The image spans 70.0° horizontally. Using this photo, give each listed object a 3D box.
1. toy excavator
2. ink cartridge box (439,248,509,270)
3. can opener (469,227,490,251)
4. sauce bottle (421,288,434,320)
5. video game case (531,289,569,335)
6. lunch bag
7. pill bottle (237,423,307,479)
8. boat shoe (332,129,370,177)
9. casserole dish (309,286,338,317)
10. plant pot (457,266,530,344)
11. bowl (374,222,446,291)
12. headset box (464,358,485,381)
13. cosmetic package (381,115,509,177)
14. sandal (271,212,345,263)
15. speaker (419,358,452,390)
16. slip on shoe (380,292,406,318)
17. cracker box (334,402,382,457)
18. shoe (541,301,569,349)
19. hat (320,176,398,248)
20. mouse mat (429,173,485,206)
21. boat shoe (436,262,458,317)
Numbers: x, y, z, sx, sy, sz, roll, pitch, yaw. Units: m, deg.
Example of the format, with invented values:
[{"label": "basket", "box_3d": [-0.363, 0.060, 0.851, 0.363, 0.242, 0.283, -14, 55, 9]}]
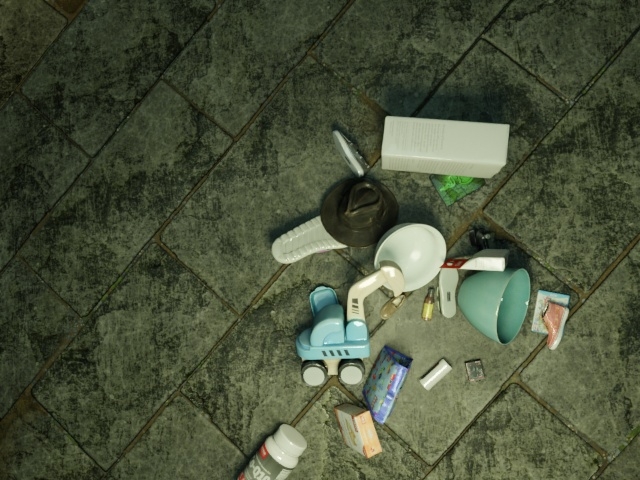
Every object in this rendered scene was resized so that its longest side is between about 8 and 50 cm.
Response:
[{"label": "toy excavator", "box_3d": [0.110, 0.307, 1.751, 0.433, 0.222, 0.445, -4, 108, 5]}, {"label": "ink cartridge box", "box_3d": [0.591, 0.069, 1.751, 0.232, 0.189, 0.066, 6, 102, 27]}, {"label": "can opener", "box_3d": [0.662, 0.039, 1.853, 0.059, 0.073, 0.186, -15, 88, -33]}, {"label": "sauce bottle", "box_3d": [0.444, 0.262, 1.869, 0.042, 0.042, 0.128, 11, 90, 8]}, {"label": "video game case", "box_3d": [0.916, 0.290, 1.822, 0.119, 0.015, 0.166, 10, 88, 8]}, {"label": "lunch bag", "box_3d": [0.259, 0.552, 1.752, 0.138, 0.293, 0.221, 25, 91, 8]}, {"label": "pill bottle", "box_3d": [-0.194, 0.903, 1.858, 0.161, 0.161, 0.283, 37, 92, 7]}, {"label": "boat shoe", "box_3d": [0.134, -0.375, 1.925, 0.076, 0.080, 0.228, -30, 81, -13]}, {"label": "casserole dish", "box_3d": [0.024, 0.286, 1.924, 0.114, 0.037, 0.188, -16, 86, 6]}, {"label": "plant pot", "box_3d": [0.648, 0.229, 1.754, 0.195, 0.290, 0.290, 14, 89, 44]}, {"label": "bowl", "box_3d": [0.334, 0.046, 1.820, 0.298, 0.134, 0.298, -6, 116, -13]}, {"label": "headset box", "box_3d": [0.621, 0.525, 1.839, 0.062, 0.032, 0.083, -12, 84, 6]}, {"label": "cosmetic package", "box_3d": [0.473, -0.363, 1.798, 0.453, 0.230, 0.161, 7, 86, 8]}, {"label": "sandal", "box_3d": [-0.004, -0.014, 1.912, 0.416, 0.102, 0.169, -16, 71, -7]}, {"label": "speaker", "box_3d": [0.466, 0.541, 1.847, 0.136, 0.055, 0.055, -44, 83, 4]}, {"label": "slip on shoe", "box_3d": [0.300, 0.271, 1.887, 0.135, 0.041, 0.051, -42, 83, 3]}, {"label": "cracker box", "box_3d": [0.141, 0.735, 1.789, 0.067, 0.232, 0.155, -16, 84, -22]}, {"label": "shoe", "box_3d": [0.899, 0.330, 1.785, 0.081, 0.063, 0.178, 20, 84, 9]}, {"label": "hat", "box_3d": [0.164, -0.137, 1.837, 0.331, 0.134, 0.331, 1, 70, -1]}, {"label": "mouse mat", "box_3d": [0.567, -0.249, 1.897, 0.190, 0.007, 0.152, -31, 84, 4]}, {"label": "boat shoe", "box_3d": [0.503, 0.198, 1.846, 0.078, 0.070, 0.219, 2, 93, -12]}]
